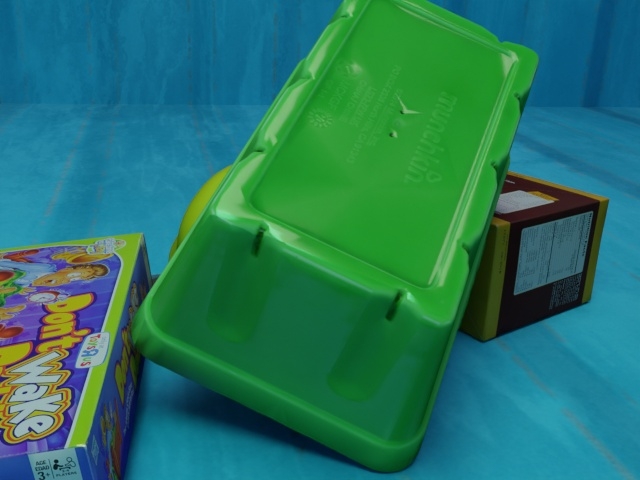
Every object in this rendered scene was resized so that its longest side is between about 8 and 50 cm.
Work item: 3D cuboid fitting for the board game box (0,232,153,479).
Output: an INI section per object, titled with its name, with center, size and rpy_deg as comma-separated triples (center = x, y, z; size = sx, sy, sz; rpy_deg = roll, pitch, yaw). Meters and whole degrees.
[board game box]
center = -0.260, 0.100, 0.537
size = 0.233, 0.078, 0.347
rpy_deg = -7, 21, -7

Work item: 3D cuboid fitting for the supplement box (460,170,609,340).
[supplement box]
center = 0.191, 0.001, 0.829
size = 0.194, 0.129, 0.191
rpy_deg = -12, 24, -34

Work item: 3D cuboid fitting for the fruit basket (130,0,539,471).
[fruit basket]
center = 0.000, 0.000, 0.649
size = 0.283, 0.392, 0.392
rpy_deg = 26, 22, 2
